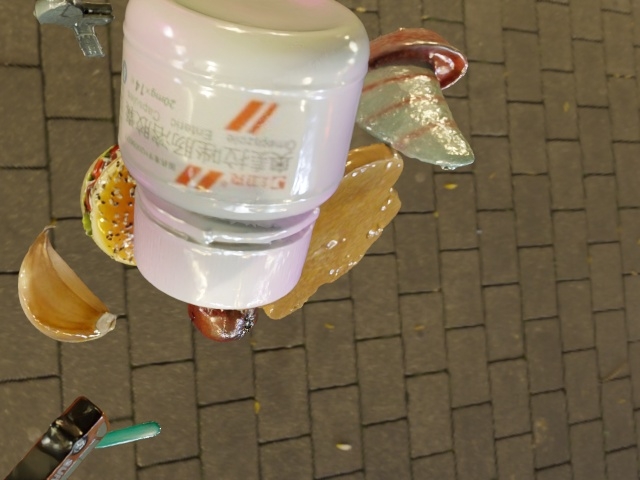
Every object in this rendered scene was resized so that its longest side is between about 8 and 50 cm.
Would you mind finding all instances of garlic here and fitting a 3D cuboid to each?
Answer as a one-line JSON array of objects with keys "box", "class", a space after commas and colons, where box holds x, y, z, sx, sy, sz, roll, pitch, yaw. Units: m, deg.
[{"box": [-0.455, 0.094, 1.218, 0.115, 0.128, 0.207, -36, 94, -26], "class": "garlic"}]

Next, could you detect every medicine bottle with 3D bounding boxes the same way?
[{"box": [-0.090, -0.104, 0.753, 0.241, 0.241, 0.302, -7, 126, -28], "class": "medicine bottle"}]

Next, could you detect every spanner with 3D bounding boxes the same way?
[{"box": [-0.322, -0.281, 0.961, 0.093, 0.325, 0.026, -7, 95, -13], "class": "spanner"}]

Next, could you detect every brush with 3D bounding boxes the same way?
[{"box": [-0.522, 0.517, 1.897, 0.193, 0.032, 0.043, -13, 104, -1], "class": "brush"}]

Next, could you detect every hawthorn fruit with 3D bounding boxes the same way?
[{"box": [-0.273, 0.165, 1.888, 0.181, 0.181, 0.235, -36, 59, -26], "class": "hawthorn fruit"}]

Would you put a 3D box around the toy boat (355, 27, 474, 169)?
[{"box": [0.124, -0.185, 0.985, 0.205, 0.096, 0.282, -12, 49, -1], "class": "toy boat"}]

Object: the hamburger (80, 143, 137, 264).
[{"box": [-0.401, -0.084, 1.608, 0.300, 0.176, 0.301, -14, 114, -33], "class": "hamburger"}]

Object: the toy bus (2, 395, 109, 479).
[{"box": [-0.616, 0.519, 1.507, 0.093, 0.092, 0.409, 29, 66, 25], "class": "toy bus"}]

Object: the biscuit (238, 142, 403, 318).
[{"box": [-0.002, -0.003, 1.050, 0.269, 0.376, 0.051, -16, 60, -39], "class": "biscuit"}]
